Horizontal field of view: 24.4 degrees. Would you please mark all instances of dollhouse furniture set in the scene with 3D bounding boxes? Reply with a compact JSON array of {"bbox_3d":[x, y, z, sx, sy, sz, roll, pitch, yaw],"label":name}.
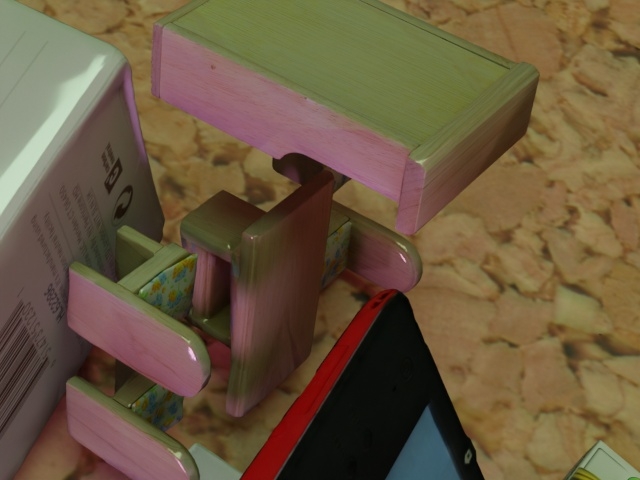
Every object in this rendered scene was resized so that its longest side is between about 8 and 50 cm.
[{"bbox_3d":[0.000,0.000,1.259,0.256,0.394,0.362,29,44,23],"label":"dollhouse furniture set"}]

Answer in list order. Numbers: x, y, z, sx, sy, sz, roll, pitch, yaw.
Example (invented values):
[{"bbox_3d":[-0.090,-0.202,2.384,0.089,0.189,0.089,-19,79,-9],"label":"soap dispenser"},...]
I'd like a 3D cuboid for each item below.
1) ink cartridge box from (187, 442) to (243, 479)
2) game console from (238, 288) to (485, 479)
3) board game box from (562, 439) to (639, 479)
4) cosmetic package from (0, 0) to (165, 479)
[{"bbox_3d":[-0.091,0.356,1.248,0.261,0.066,0.296,33,57,12],"label":"ink cartridge box"},{"bbox_3d":[0.041,0.283,1.160,0.060,0.386,0.342,10,48,37],"label":"game console"},{"bbox_3d":[0.315,0.336,1.306,0.305,0.053,0.193,40,40,10],"label":"board game box"},{"bbox_3d":[-0.389,-0.031,1.235,0.394,0.329,0.327,25,68,11],"label":"cosmetic package"}]
